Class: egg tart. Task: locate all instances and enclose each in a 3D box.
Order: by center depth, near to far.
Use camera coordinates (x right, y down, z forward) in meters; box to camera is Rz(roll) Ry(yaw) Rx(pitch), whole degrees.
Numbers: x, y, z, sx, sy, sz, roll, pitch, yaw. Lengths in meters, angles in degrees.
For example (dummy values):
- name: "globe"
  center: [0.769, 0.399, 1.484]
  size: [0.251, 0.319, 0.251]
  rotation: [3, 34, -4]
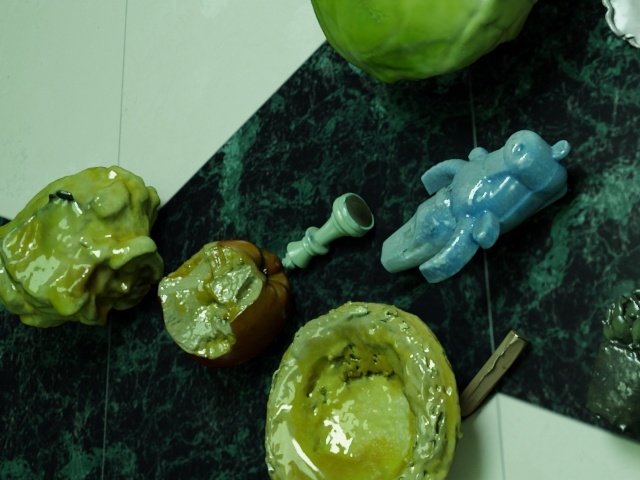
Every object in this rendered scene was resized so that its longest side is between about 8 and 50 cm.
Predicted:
- name: "egg tart"
  center: [0.056, 0.213, 1.217]
  size: [0.288, 0.118, 0.288]
  rotation: [-15, 64, 34]

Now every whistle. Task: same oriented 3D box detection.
- name: "whistle"
  center: [0.175, -0.041, 1.228]
  size: [0.269, 0.093, 0.180]
  rotation: [-32, 32, 28]

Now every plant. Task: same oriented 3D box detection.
- name: "plant"
  center: [0.319, 0.117, 1.048]
  size: [0.094, 0.092, 0.143]
  rotation: [25, 99, 50]

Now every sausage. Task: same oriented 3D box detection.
- name: "sausage"
  center: [0.189, 0.150, 1.189]
  size: [0.116, 0.026, 0.026]
  rotation: [-54, 48, 13]

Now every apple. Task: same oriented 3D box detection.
- name: "apple"
  center: [-0.117, 0.081, 1.399]
  size: [0.158, 0.147, 0.156]
  rotation: [-23, 54, 13]

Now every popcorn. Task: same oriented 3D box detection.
- name: "popcorn"
  center: [-0.360, 0.011, 1.589]
  size: [0.286, 0.215, 0.252]
  rotation: [-44, 45, 15]

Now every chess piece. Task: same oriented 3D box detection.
- name: "chess piece"
  center: [0.000, 0.000, 1.391]
  size: [0.149, 0.059, 0.059]
  rotation: [-38, 53, 32]

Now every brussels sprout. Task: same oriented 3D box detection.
- name: "brussels sprout"
  center: [0.143, -0.343, 1.269]
  size: [0.344, 0.268, 0.344]
  rotation: [-2, 85, 21]

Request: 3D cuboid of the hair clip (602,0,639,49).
- name: "hair clip"
  center: [0.382, -0.348, 1.135]
  size: [0.173, 0.069, 0.300]
  rotation: [8, 110, 43]
